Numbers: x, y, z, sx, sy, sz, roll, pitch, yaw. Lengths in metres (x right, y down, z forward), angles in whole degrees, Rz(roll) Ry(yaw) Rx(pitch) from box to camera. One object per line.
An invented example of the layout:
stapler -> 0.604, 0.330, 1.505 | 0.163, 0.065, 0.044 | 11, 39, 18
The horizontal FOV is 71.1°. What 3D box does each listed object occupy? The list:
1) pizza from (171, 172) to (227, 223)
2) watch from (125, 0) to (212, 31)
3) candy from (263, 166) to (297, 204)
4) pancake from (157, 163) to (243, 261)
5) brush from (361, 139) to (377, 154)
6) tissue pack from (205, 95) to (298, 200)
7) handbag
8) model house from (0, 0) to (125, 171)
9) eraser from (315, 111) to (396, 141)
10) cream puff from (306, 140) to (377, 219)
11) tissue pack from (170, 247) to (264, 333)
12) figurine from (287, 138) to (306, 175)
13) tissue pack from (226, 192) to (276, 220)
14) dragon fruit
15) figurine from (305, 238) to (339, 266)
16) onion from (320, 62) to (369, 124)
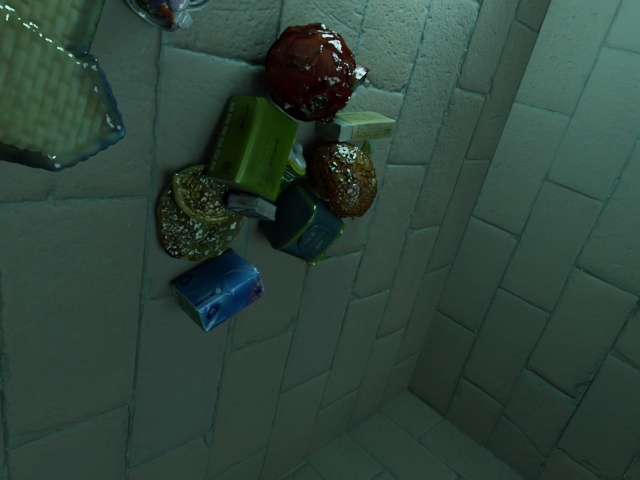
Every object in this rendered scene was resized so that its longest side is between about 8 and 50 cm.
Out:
pizza -> -0.378, -0.124, 1.411 | 0.127, 0.058, 0.246 | -45, 139, -16
watch -> -0.361, -0.651, 1.055 | 0.244, 0.196, 0.231 | 39, 77, -50
candy -> -0.193, -0.202, 1.650 | 0.141, 0.078, 0.203 | 29, 95, -41
pancake -> -0.393, -0.089, 1.511 | 0.356, 0.065, 0.355 | -23, 127, -34
brush -> 0.178, -0.389, 2.017 | 0.218, 0.010, 0.082 | -44, 142, -18
tissue pack -> -0.216, -0.294, 1.444 | 0.200, 0.167, 0.274 | 22, 85, -56
handbag -> -0.071, -0.057, 1.768 | 0.263, 0.222, 0.241 | -49, 144, 12
model house -> -0.606, -0.375, 0.856 | 0.400, 0.396, 0.444 | 19, 82, -69
eraser -> 0.148, -0.463, 1.817 | 0.344, 0.144, 0.078 | -17, 129, -41
cream puff -> 0.102, -0.253, 1.769 | 0.229, 0.350, 0.350 | -32, 148, 17
tissue pack -> -0.367, 0.173, 1.611 | 0.264, 0.198, 0.146 | -34, 138, -30
figurine -> -0.106, -0.309, 1.647 | 0.109, 0.129, 0.178 | -25, 159, 20
tissue pack -> -0.234, -0.113, 1.533 | 0.155, 0.116, 0.065 | 22, 76, -70
dragon fruit -> -0.030, -0.527, 1.414 | 0.296, 0.301, 0.295 | -9, 138, -8
figurine -> 0.000, 0.000, 1.975 | 0.263, 0.143, 0.162 | -65, 175, 37
onion -> 0.051, -0.530, 1.613 | 0.283, 0.120, 0.227 | -58, -172, -34
